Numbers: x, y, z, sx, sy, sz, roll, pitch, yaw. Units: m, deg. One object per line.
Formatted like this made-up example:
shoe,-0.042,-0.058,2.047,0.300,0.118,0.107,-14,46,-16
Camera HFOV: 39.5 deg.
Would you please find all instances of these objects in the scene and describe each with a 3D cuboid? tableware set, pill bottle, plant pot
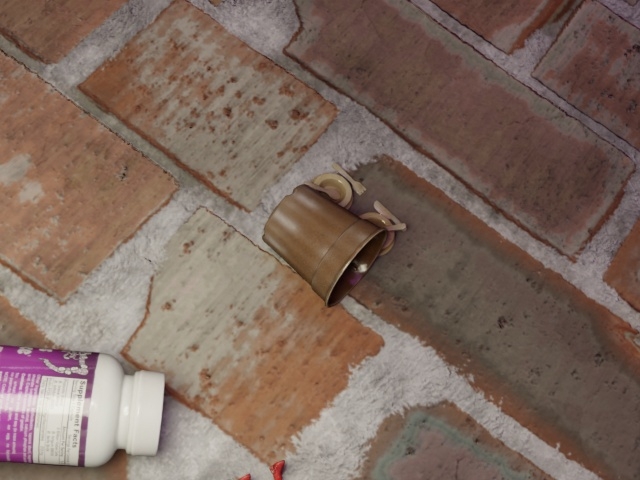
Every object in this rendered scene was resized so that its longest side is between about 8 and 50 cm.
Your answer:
tableware set,0.059,-0.053,1.615,0.194,0.039,0.128,43,63,8
pill bottle,-0.384,0.243,1.299,0.301,0.169,0.169,6,64,-11
plant pot,0.000,0.000,1.517,0.165,0.167,0.167,37,62,13

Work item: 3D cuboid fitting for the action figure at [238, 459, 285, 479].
action figure,-0.030,0.463,1.302,0.091,0.139,0.280,-18,73,-20
